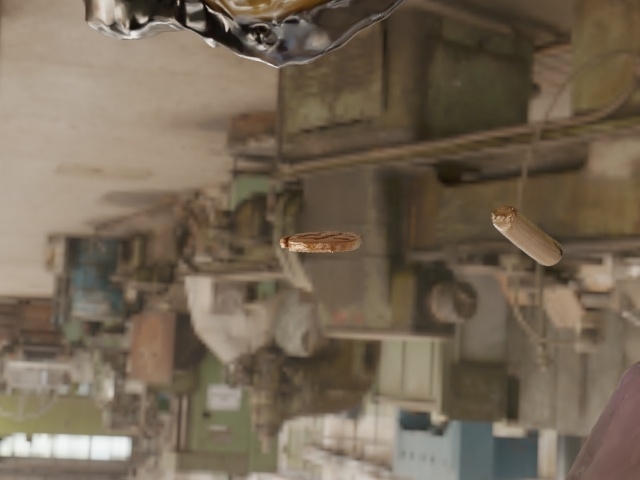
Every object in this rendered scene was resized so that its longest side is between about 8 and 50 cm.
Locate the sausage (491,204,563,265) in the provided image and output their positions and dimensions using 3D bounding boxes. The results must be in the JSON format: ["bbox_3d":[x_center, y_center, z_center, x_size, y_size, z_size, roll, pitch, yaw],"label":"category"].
[{"bbox_3d":[0.173,-0.005,1.102,0.026,0.026,0.116,-1,163,30],"label":"sausage"}]

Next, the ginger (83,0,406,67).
[{"bbox_3d":[-0.058,-0.237,0.739,0.269,0.223,0.200,10,-137,43],"label":"ginger"}]

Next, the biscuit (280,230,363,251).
[{"bbox_3d":[0.000,0.000,1.265,0.078,0.015,0.091,1,-174,10],"label":"biscuit"}]

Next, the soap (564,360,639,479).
[{"bbox_3d":[0.238,0.263,0.766,0.296,0.285,0.107,42,156,-19],"label":"soap"}]
